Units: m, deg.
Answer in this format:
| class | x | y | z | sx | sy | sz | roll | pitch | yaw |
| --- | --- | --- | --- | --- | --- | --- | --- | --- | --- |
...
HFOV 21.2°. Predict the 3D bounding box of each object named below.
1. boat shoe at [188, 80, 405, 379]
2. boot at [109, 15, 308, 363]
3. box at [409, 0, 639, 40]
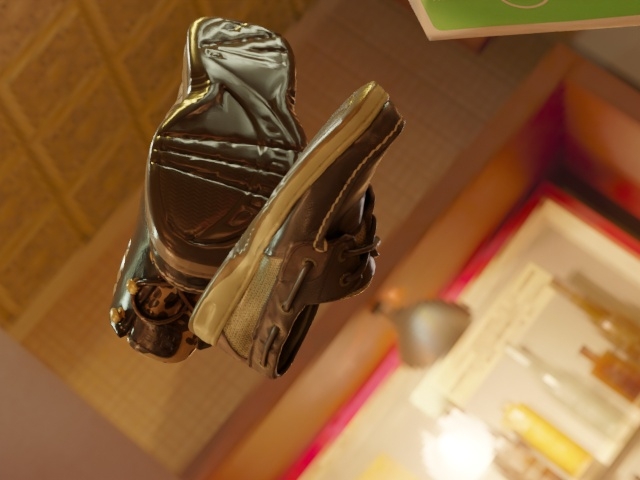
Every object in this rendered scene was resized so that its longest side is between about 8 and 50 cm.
| class | x | y | z | sx | sy | sz | roll | pitch | yaw |
| --- | --- | --- | --- | --- | --- | --- | --- | --- | --- |
| boat shoe | -0.001 | 0.001 | 0.955 | 0.080 | 0.073 | 0.223 | -51 | -1 | -45 |
| boot | -0.112 | -0.004 | 1.554 | 0.377 | 0.138 | 0.284 | -93 | 18 | -53 |
| box | 0.170 | -0.201 | 0.642 | 0.126 | 0.262 | 0.231 | 62 | -141 | -38 |
